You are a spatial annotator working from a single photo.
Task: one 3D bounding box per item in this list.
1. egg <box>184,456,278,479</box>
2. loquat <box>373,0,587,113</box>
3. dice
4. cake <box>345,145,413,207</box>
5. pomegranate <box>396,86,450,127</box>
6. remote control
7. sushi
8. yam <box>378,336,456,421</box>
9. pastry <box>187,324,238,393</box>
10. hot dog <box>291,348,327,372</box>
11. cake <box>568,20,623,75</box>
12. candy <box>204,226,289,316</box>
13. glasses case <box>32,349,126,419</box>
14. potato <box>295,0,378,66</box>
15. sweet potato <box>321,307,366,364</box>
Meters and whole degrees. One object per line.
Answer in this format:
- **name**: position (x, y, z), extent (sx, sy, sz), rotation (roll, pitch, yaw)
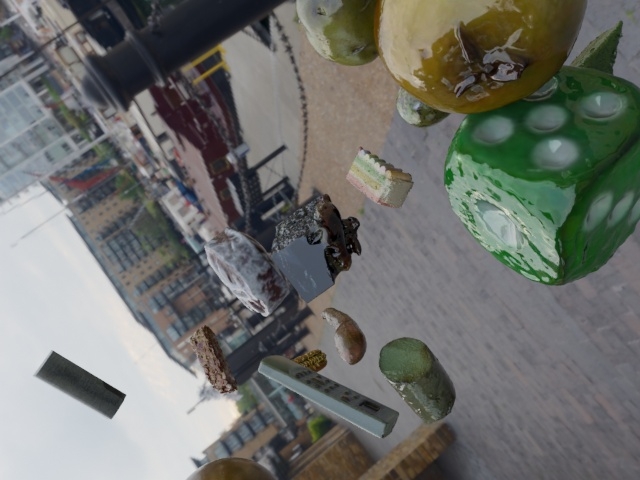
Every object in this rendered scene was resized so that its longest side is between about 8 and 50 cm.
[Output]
- **egg**: position (-0.218, 0.659, 1.394), extent (0.283, 0.282, 0.351), rotation (52, 142, 6)
- **loquat**: position (0.245, -0.378, 0.958), extent (0.328, 0.328, 0.360), rotation (68, -164, -54)
- **dice**: position (0.422, -0.118, 1.084), extent (0.287, 0.300, 0.297), rotation (38, 166, 40)
- **cake**: position (0.153, -0.185, 1.739), extent (0.225, 0.090, 0.110), rotation (36, 117, 34)
- **pomegranate**: position (0.318, -0.482, 1.856), extent (0.248, 0.214, 0.214), rotation (47, 172, -19)
- **remote control**: position (0.015, 0.297, 1.172), extent (0.285, 0.038, 0.123), rotation (24, -179, 19)
- **sushi**: position (0.000, 0.000, 1.590), extent (0.215, 0.212, 0.227), rotation (51, -159, 0)
- **yam**: position (0.286, 0.402, 1.724), extent (0.161, 0.161, 0.268), rotation (40, 169, 50)
- **pastry**: position (-0.251, 0.283, 1.382), extent (0.170, 0.063, 0.087), rotation (64, -179, 7)
- **hot dog**: position (-0.045, 0.387, 1.845), extent (0.071, 0.165, 0.045), rotation (52, 135, 21)
- **cake**: position (0.558, -0.376, 1.254), extent (0.099, 0.235, 0.100), rotation (27, 160, -11)
- **candy**: position (-0.205, 0.085, 1.708), extent (0.214, 0.157, 0.290), rotation (21, 152, 51)
- **glasses case**: position (-0.563, 0.341, 1.401), extent (0.205, 0.071, 0.047), rotation (39, 153, -19)
- **potato**: position (0.047, -0.410, 1.096), extent (0.154, 0.137, 0.200), rotation (-4, 160, 28)
- **sweet potato**: position (0.038, 0.145, 0.962), extent (0.050, 0.050, 0.214), rotation (56, 180, -14)
